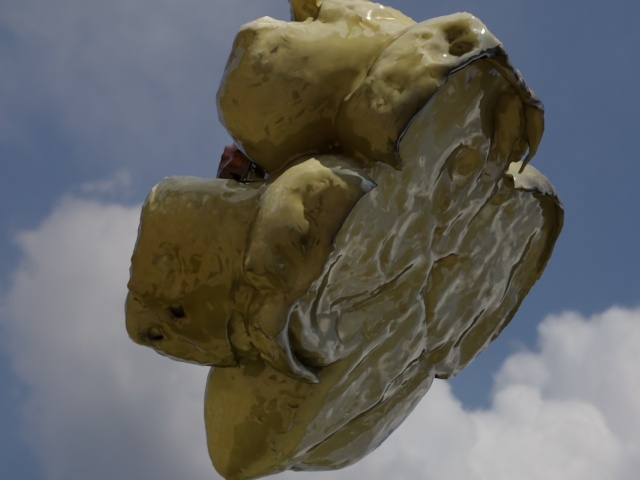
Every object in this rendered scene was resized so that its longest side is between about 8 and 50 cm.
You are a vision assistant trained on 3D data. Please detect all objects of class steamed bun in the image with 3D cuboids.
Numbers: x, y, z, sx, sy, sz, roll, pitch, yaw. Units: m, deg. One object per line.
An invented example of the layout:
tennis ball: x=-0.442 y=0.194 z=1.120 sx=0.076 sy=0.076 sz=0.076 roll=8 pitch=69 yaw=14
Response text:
steamed bun: x=0.000 y=0.000 z=0.516 sx=0.106 sy=0.192 sz=0.177 roll=36 pitch=-3 yaw=30
